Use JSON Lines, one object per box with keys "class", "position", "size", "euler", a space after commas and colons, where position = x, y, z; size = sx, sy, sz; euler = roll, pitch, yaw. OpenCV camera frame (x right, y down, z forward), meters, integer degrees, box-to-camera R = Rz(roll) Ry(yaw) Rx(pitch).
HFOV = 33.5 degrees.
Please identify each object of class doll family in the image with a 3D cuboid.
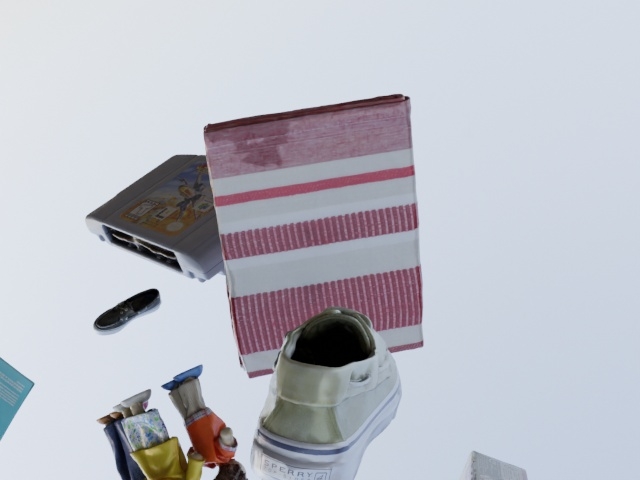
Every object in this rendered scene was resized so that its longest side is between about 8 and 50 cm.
{"class": "doll family", "position": [-0.179, 0.252, 1.143], "size": [0.118, 0.163, 0.263], "euler": [-21, 171, -34]}

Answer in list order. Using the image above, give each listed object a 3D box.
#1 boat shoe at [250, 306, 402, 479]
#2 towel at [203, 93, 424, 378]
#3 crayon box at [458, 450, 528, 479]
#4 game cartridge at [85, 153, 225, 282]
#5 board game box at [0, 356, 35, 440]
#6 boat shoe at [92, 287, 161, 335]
{"class": "boat shoe", "position": [0.016, 0.102, 0.840], "size": [0.109, 0.094, 0.302], "euler": [14, -168, 3]}
{"class": "towel", "position": [0.000, 0.000, 1.249], "size": [0.237, 0.329, 0.037], "euler": [-9, -154, -6]}
{"class": "crayon box", "position": [0.213, 0.519, 1.555], "size": [0.106, 0.313, 0.363], "euler": [20, -170, 4]}
{"class": "game cartridge", "position": [-0.175, -0.043, 1.477], "size": [0.297, 0.062, 0.198], "euler": [17, -129, 46]}
{"class": "board game box", "position": [-0.578, 0.265, 1.437], "size": [0.079, 0.254, 0.336], "euler": [-10, -136, 42]}
{"class": "boat shoe", "position": [-0.360, 0.128, 1.974], "size": [0.142, 0.040, 0.049], "euler": [-27, -120, -30]}
